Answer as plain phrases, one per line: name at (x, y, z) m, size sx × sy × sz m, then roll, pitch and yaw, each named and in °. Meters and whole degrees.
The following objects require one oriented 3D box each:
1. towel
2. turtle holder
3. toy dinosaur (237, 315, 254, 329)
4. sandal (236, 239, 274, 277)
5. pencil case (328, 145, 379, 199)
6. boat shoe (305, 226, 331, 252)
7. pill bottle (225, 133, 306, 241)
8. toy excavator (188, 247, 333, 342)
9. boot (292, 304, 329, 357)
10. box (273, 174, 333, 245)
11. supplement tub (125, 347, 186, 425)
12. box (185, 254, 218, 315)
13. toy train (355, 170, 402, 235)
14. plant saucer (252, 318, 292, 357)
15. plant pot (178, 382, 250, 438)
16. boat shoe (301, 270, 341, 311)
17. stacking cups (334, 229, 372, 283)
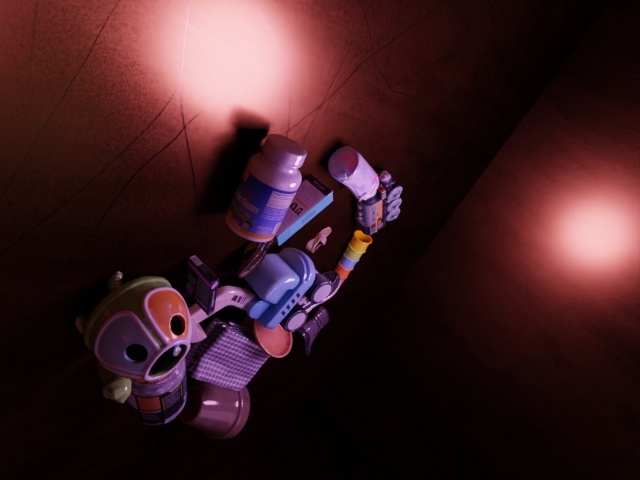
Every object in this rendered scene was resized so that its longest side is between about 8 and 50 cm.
towel at (-0.342, 0.436, 1.716) m, size 0.235 × 0.121 × 0.283 m, roll -50°, pitch 131°, yaw 6°
turtle holder at (-0.479, 0.254, 1.162) m, size 0.320 × 0.227 × 0.243 m, roll -43°, pitch 158°, yaw -13°
toy dinosaur at (-0.285, 0.358, 1.868) m, size 0.313 × 0.121 × 0.160 m, roll -24°, pitch 131°, yaw -20°
sandal at (-0.215, 0.028, 1.508) m, size 0.219 × 0.060 × 0.090 m, roll -59°, pitch 166°, yaw -12°
pencil case at (0.120, -0.232, 1.610) m, size 0.273 × 0.113 × 0.124 m, roll 29°, pitch 80°, yaw -66°
boat shoe at (0.000, 0.000, 1.855) m, size 0.135 × 0.045 × 0.050 m, roll -42°, pitch 157°, yaw -15°
pill bottle at (-0.144, -0.143, 1.230) m, size 0.152 × 0.152 × 0.272 m, roll -15°, pitch 140°, yaw -53°
toy excavator at (-0.237, 0.186, 1.581) m, size 0.433 × 0.222 × 0.445 m, roll -50°, pitch 144°, yaw 5°
boot at (-0.040, 0.515, 2.534) m, size 0.222 × 0.118 × 0.338 m, roll -42°, pitch 161°, yaw -28°
box at (-0.079, -0.102, 1.480) m, size 0.244 × 0.100 × 0.060 m, roll -41°, pitch 158°, yaw -17°
supplement tub at (-0.519, 0.432, 1.420) m, size 0.193 × 0.193 × 0.316 m, roll -31°, pitch 152°, yaw -36°
box at (-0.353, 0.135, 1.345) m, size 0.029 × 0.116 × 0.162 m, roll -29°, pitch 152°, yaw -40°
toy train at (0.239, -0.155, 1.937) m, size 0.190 × 0.142 × 0.334 m, roll -33°, pitch 155°, yaw -10°
plant saucer at (-0.189, 0.356, 1.744) m, size 0.037 × 0.200 × 0.200 m, roll -30°, pitch 168°, yaw 30°
plant pot at (-0.467, 0.702, 1.924) m, size 0.263 × 0.263 × 0.229 m, roll -50°, pitch 141°, yaw 5°
boat shoe at (-0.035, 0.214, 2.051) m, size 0.340 × 0.127 × 0.113 m, roll -31°, pitch 129°, yaw -30°
stacking cups at (0.145, 0.099, 2.211) m, size 0.096 × 0.096 × 0.316 m, roll -22°, pitch 146°, yaw -47°
